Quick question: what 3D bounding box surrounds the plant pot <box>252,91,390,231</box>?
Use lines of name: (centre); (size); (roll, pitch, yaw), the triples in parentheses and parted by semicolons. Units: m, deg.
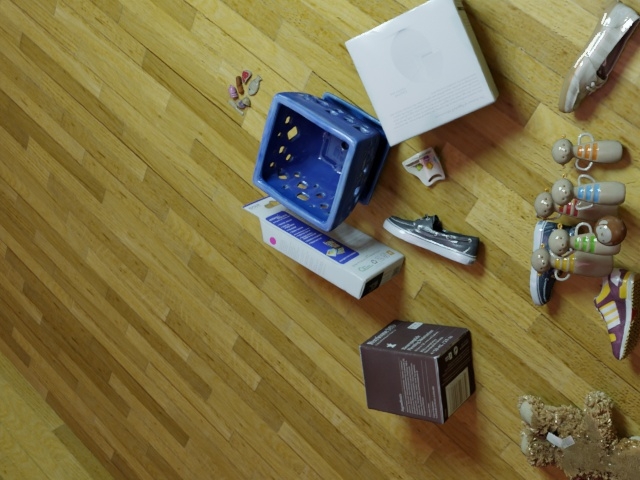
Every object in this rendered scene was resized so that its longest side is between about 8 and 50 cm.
plant pot: (0.018, -0.193, 1.760); (0.236, 0.212, 0.236); (34, 124, 24)

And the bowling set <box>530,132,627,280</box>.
bowling set: (0.470, -0.052, 1.441); (0.154, 0.200, 0.287); (3, 98, 14)

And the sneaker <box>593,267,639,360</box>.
sneaker: (0.583, 0.143, 1.556); (0.084, 0.069, 0.185); (14, 109, 42)

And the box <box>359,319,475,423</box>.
box: (0.225, 0.297, 1.816); (0.203, 0.168, 0.167); (4, 110, 36)

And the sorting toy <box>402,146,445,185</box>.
sorting toy: (0.236, -0.159, 1.720); (0.083, 0.045, 0.075); (-23, 100, 40)

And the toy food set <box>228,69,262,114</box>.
toy food set: (-0.198, -0.378, 1.981); (0.078, 0.019, 0.122); (43, 127, 17)

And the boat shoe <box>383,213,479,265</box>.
boat shoe: (0.248, -0.020, 1.743); (0.228, 0.080, 0.076); (26, 104, 31)

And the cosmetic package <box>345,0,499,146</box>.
cosmetic package: (0.205, -0.338, 1.559); (0.224, 0.138, 0.225); (-21, 98, 21)

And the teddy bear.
teddy bear: (0.565, 0.430, 1.662); (0.338, 0.113, 0.245); (-12, 92, 47)

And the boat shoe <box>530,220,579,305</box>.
boat shoe: (0.476, 0.052, 1.597); (0.083, 0.065, 0.183); (10, 112, 34)

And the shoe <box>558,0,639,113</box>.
shoe: (0.501, -0.322, 1.427); (0.058, 0.076, 0.219); (39, 124, 26)

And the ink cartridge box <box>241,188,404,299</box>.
ink cartridge box: (0.000, 0.000, 1.870); (0.371, 0.176, 0.069); (32, 125, 24)
